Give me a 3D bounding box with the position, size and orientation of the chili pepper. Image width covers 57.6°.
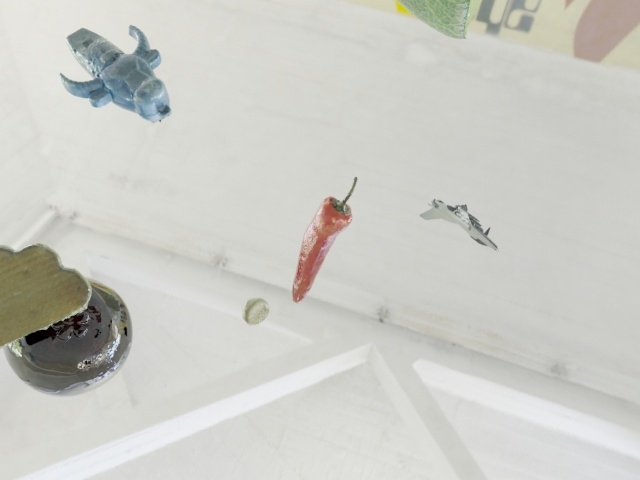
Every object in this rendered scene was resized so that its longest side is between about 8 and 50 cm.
[{"bbox_3d":[0.000,0.000,1.032,0.063,0.272,0.071,23,-151,-8],"label":"chili pepper"}]

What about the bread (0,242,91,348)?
[{"bbox_3d":[-0.633,0.104,1.205,0.286,0.207,0.056,-22,-173,-9],"label":"bread"}]

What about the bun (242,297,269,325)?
[{"bbox_3d":[-0.190,0.198,1.663,0.086,0.086,0.055,-24,-142,-27],"label":"bun"}]

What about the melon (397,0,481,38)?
[{"bbox_3d":[0.181,-0.587,1.051,0.343,0.331,0.226,34,-107,18],"label":"melon"}]

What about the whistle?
[{"bbox_3d":[-0.371,-0.309,1.078,0.269,0.093,0.180,39,-110,12],"label":"whistle"}]

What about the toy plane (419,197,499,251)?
[{"bbox_3d":[0.372,-0.051,1.504,0.234,0.160,0.082,23,-98,-6],"label":"toy plane"}]

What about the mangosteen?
[{"bbox_3d":[-0.621,0.235,1.416,0.313,0.297,0.297,-21,-147,34],"label":"mangosteen"}]
